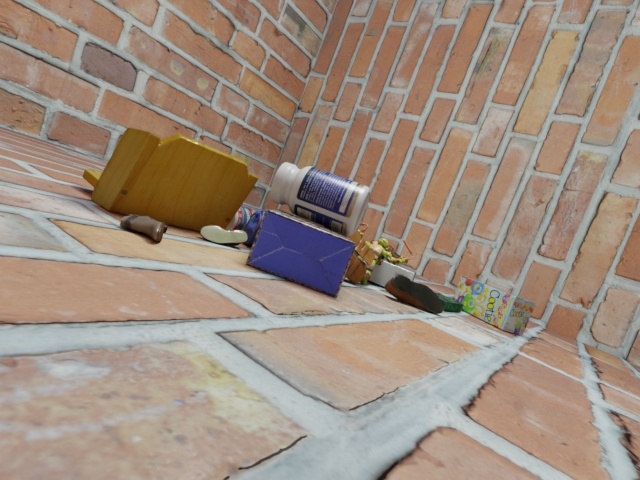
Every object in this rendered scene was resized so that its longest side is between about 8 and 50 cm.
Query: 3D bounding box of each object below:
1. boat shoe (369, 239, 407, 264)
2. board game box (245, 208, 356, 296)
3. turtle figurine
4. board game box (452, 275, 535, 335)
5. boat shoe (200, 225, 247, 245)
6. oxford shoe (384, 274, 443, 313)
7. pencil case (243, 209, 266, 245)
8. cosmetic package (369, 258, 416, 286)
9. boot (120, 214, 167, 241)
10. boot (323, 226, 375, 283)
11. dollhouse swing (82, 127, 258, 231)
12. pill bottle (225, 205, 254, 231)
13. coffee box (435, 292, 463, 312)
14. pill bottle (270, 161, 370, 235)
[{"bbox_3d":[0.281,0.050,1.685,0.178,0.060,0.064,21,2,2],"label":"boat shoe"},{"bbox_3d":[-0.047,0.021,1.096,0.232,0.141,0.291,21,4,-3],"label":"board game box"},{"bbox_3d":[0.170,0.050,1.451,0.270,0.217,0.087,33,-31,25],"label":"turtle figurine"},{"bbox_3d":[0.714,0.267,1.711,0.145,0.141,0.275,19,4,-30],"label":"board game box"},{"bbox_3d":[-0.269,-0.010,1.120,0.133,0.048,0.042,7,-22,-37],"label":"boat shoe"},{"bbox_3d":[0.305,0.181,1.333,0.212,0.076,0.076,30,-38,-11],"label":"oxford shoe"},{"bbox_3d":[-0.096,-0.008,1.338,0.306,0.133,0.119,18,7,-27],"label":"pencil case"},{"bbox_3d":[0.190,0.098,1.638,0.378,0.097,0.284,21,5,15],"label":"cosmetic package"},{"bbox_3d":[-0.371,-0.028,0.852,0.087,0.042,0.118,13,4,-15],"label":"boot"},{"bbox_3d":[0.103,-0.020,1.321,0.220,0.283,0.109,38,-24,-12],"label":"boot"},{"bbox_3d":[-0.437,-0.197,1.162,0.347,0.315,0.305,16,27,-51],"label":"dollhouse swing"},{"bbox_3d":[-0.277,-0.067,1.374,0.108,0.107,0.180,22,4,23],"label":"pill bottle"},{"bbox_3d":[0.474,0.238,1.599,0.113,0.040,0.184,24,5,41],"label":"coffee box"},{"bbox_3d":[-0.001,-0.127,1.194,0.265,0.153,0.153,22,4,9],"label":"pill bottle"}]
